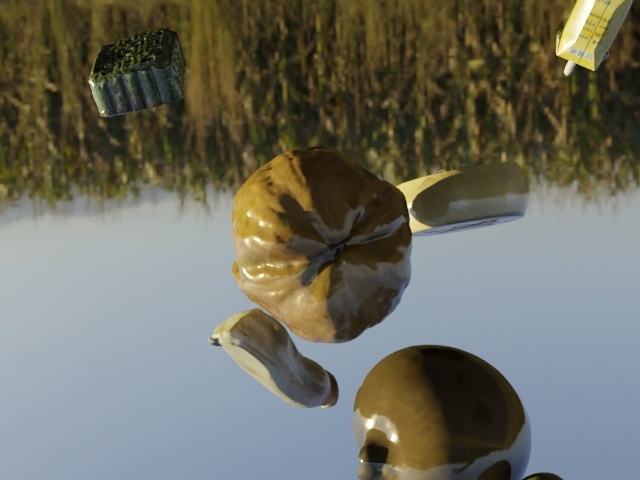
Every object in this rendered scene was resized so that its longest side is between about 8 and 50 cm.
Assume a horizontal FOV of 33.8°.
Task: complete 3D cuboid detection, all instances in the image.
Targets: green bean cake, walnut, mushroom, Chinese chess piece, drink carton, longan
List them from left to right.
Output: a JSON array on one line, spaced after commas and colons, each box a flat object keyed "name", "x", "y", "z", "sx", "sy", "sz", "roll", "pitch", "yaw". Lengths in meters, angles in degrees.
[{"name": "green bean cake", "x": -0.355, "y": -0.332, "z": 2.057, "sx": 0.173, "sy": 0.094, "sz": 0.181, "roll": -12, "pitch": -144, "yaw": 8}, {"name": "mushroom", "x": -0.071, "y": 0.218, "z": 1.853, "sx": 0.097, "sy": 0.109, "sz": 0.351, "roll": -24, "pitch": 139, "yaw": 19}, {"name": "walnut", "x": -0.003, "y": 0.003, "z": 1.674, "sx": 0.306, "sy": 0.306, "sz": 0.344, "roll": -3, "pitch": -173, "yaw": -2}, {"name": "longan", "x": 0.186, "y": 0.299, "z": 1.671, "sx": 0.300, "sy": 0.243, "sz": 0.300, "roll": -2, "pitch": -149, "yaw": 1}, {"name": "Chinese chess piece", "x": 0.252, "y": -0.070, "z": 1.906, "sx": 0.250, "sy": 0.097, "sz": 0.251, "roll": -9, "pitch": 175, "yaw": -1}, {"name": "drink carton", "x": 0.408, "y": -0.319, "z": 1.603, "sx": 0.084, "sy": 0.200, "sz": 0.074, "roll": 22, "pitch": -138, "yaw": 4}]

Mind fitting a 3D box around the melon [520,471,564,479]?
[{"name": "melon", "x": 0.315, "y": 0.399, "z": 1.544, "sx": 0.131, "sy": 0.098, "sz": 0.098, "roll": -46, "pitch": -162, "yaw": -11}]
